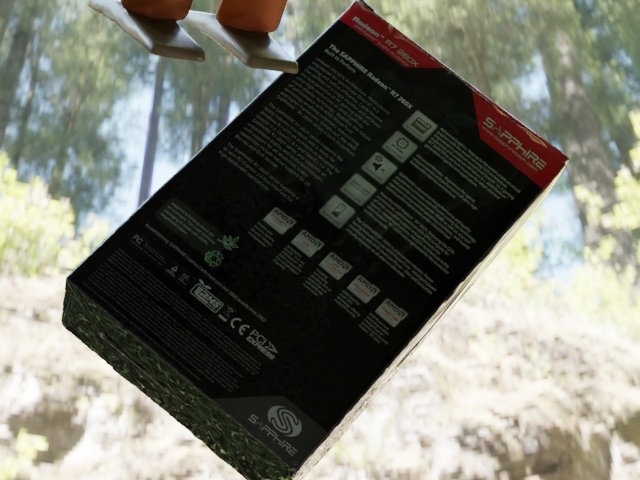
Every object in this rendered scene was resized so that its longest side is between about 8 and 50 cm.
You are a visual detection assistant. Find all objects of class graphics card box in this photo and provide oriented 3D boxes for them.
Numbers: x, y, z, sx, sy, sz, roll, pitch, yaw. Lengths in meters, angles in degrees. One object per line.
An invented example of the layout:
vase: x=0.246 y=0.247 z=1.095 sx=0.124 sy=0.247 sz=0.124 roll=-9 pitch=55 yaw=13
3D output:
graphics card box: x=0.000 y=0.000 z=1.306 sx=0.233 sy=0.371 sz=0.094 roll=38 pitch=-29 yaw=8

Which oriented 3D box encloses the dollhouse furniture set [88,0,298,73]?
dollhouse furniture set: x=-0.069 y=-0.235 z=0.971 sx=0.259 sy=0.135 sz=0.262 roll=4 pitch=-64 yaw=-39
